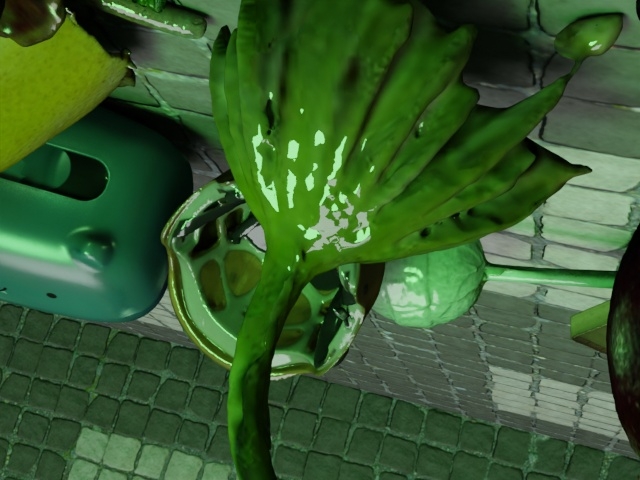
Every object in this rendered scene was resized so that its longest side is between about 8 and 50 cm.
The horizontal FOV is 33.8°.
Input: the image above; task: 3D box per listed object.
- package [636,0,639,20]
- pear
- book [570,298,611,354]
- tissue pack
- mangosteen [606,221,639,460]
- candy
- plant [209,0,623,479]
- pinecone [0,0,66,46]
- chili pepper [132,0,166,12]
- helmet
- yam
[{"bbox_3d":[0.201,-0.120,0.435,0.269,0.071,0.194,22,172,-33],"label":"package"},{"bbox_3d":[-0.285,-0.113,0.749,0.267,0.178,0.267,26,170,5],"label":"pear"},{"bbox_3d":[0.352,0.063,0.899,0.161,0.026,0.231,25,144,-31],"label":"book"},{"bbox_3d":[-0.268,-0.041,0.981,0.287,0.198,0.206,18,166,-1],"label":"tissue pack"},{"bbox_3d":[0.303,0.057,0.547,0.297,0.297,0.293,13,177,10],"label":"mangosteen"},{"bbox_3d":[0.242,0.035,0.960,0.440,0.119,0.119,4,163,16],"label":"candy"},{"bbox_3d":[-0.005,-0.010,0.597,0.251,0.333,0.180,25,154,16],"label":"plant"},{"bbox_3d":[-0.259,-0.141,0.483,0.244,0.309,0.244,18,134,19],"label":"pinecone"},{"bbox_3d":[-0.121,-0.174,0.657,0.055,0.035,0.118,23,180,24],"label":"chili pepper"},{"bbox_3d":[-0.030,0.013,0.943,0.198,0.130,0.224,42,135,5],"label":"helmet"},{"bbox_3d":[-0.135,-0.163,0.729,0.116,0.021,0.021,16,166,-5],"label":"yam"}]
